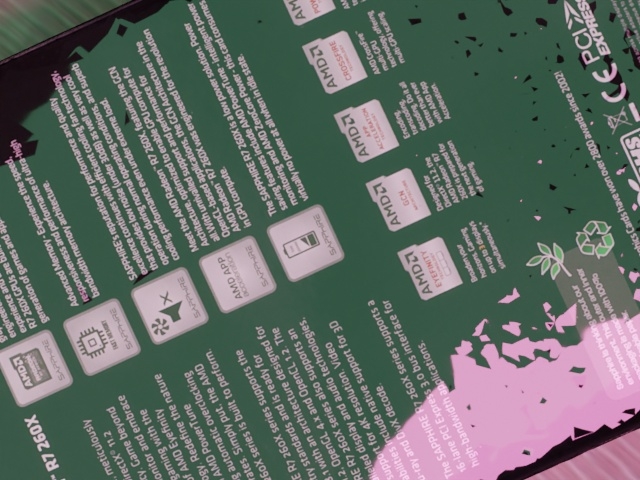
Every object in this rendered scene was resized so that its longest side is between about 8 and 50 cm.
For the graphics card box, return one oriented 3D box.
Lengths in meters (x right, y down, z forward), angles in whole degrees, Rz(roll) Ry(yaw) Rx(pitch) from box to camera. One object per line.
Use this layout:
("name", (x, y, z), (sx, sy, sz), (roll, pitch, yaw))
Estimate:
("graphics card box", (0.000, 0.000, 0.695), (0.370, 0.094, 0.233), (-26, 90, 1))
